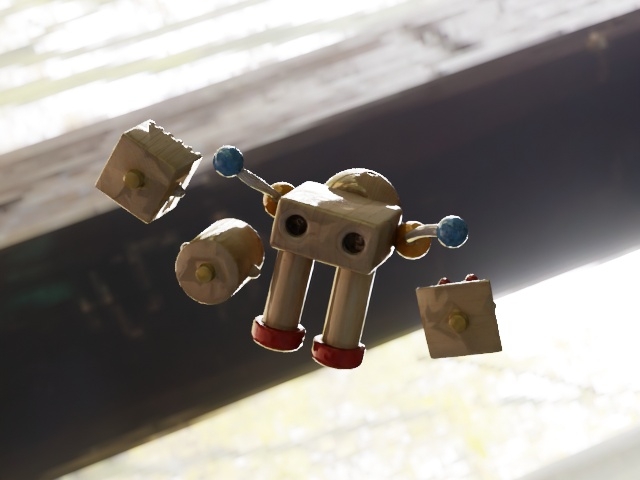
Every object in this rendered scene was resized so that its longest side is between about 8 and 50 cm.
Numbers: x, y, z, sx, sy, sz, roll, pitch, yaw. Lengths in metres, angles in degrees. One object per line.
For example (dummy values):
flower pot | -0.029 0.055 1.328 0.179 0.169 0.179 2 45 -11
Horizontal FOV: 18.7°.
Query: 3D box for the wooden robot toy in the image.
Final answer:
wooden robot toy | 0.000 0.000 0.783 0.079 0.173 0.076 -44 150 -66
